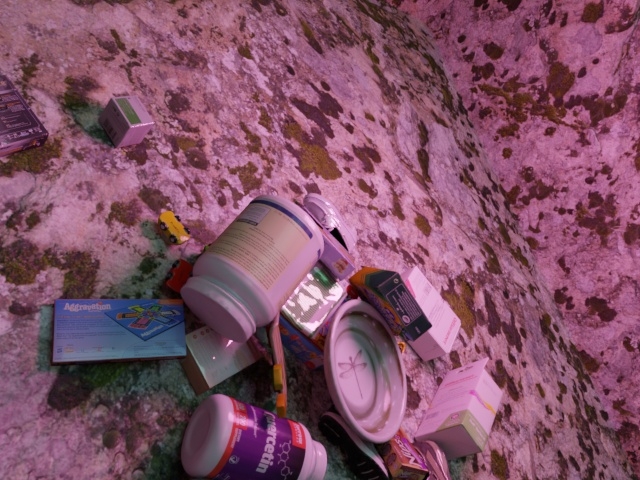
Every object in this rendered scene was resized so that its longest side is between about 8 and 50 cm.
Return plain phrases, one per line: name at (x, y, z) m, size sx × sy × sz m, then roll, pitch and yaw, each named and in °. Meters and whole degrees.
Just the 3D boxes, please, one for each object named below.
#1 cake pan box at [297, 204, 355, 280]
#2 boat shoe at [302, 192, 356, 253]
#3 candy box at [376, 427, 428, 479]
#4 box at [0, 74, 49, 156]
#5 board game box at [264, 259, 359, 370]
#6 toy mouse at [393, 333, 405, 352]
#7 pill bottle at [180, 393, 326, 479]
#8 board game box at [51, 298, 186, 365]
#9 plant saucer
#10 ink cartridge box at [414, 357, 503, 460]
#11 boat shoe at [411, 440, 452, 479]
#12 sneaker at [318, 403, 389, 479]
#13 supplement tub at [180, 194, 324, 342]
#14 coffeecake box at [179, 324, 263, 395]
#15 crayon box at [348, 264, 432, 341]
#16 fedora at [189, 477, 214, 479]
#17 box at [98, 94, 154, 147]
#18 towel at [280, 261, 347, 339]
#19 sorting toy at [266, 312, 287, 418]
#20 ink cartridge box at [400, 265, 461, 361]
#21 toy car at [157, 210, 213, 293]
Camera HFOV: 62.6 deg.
cake pan box at (0.000, 0.000, 1.691) m, size 0.267 × 0.070 × 0.246 m, roll 47°, pitch 3°, yaw 0°
boat shoe at (0.030, -0.055, 1.847) m, size 0.258 × 0.095 × 0.084 m, roll 44°, pitch 37°, yaw -11°
candy box at (0.224, 0.613, 1.548) m, size 0.109 × 0.053 × 0.186 m, roll 28°, pitch 13°, yaw -29°
box at (-0.789, -0.278, 1.216) m, size 0.183 × 0.056 × 0.231 m, roll 53°, pitch 39°, yaw -1°
board game box at (-0.052, 0.180, 1.612) m, size 0.308 × 0.086 × 0.302 m, roll 44°, pitch 41°, yaw -14°
toy mouse at (0.236, 0.331, 1.820) m, size 0.143 × 0.031 × 0.161 m, roll 48°, pitch 56°, yaw 0°
pill bottle at (-0.146, 0.491, 1.231) m, size 0.323 × 0.181 × 0.181 m, roll 30°, pitch 46°, yaw -28°
board game box at (-0.452, 0.204, 1.197) m, size 0.281 × 0.027 × 0.145 m, roll 4°, pitch 62°, yaw -28°
plant saucer at (0.110, 0.375, 1.512) m, size 0.400 × 0.101 × 0.400 m, roll 33°, pitch 46°, yaw -43°
ink cartridge box at (0.483, 0.567, 1.782) m, size 0.119 × 0.207 × 0.353 m, roll 52°, pitch 40°, yaw -2°
boat shoe at (0.327, 0.747, 1.532) m, size 0.130 × 0.132 × 0.355 m, roll 12°, pitch 26°, yaw -21°
sneaker at (0.112, 0.577, 1.498) m, size 0.271 × 0.100 × 0.108 m, roll 53°, pitch 35°, yaw -2°
supplement tub at (-0.166, 0.067, 1.317) m, size 0.235 × 0.235 × 0.325 m, roll 45°, pitch 59°, yaw -12°
coffeecake box at (-0.261, 0.284, 1.346) m, size 0.185 × 0.068 × 0.142 m, roll -21°, pitch 77°, yaw -49°
crayon box at (0.205, 0.191, 1.680) m, size 0.083 × 0.323 × 0.203 m, roll -36°, pitch 99°, yaw -11°
fedora at (-0.271, 0.622, 1.062) m, size 0.275 × 0.124 × 0.243 m, roll -21°, pitch 79°, yaw -46°
box at (-0.540, -0.331, 1.464) m, size 0.101 × 0.102 × 0.087 m, roll 57°, pitch 38°, yaw 3°
towel at (-0.076, 0.106, 1.540) m, size 0.325 × 0.038 × 0.248 m, roll 50°, pitch 41°, yaw -6°
sorting toy at (-0.113, 0.304, 1.314) m, size 0.307 × 0.041 × 0.229 m, roll -114°, pitch -161°, yaw -82°
ink cartridge box at (0.368, 0.271, 1.941) m, size 0.283 × 0.117 × 0.207 m, roll 51°, pitch 40°, yaw -6°
toy car at (-0.339, 0.043, 1.446) m, size 0.225 × 0.053 × 0.239 m, roll 8°, pitch 60°, yaw -42°
